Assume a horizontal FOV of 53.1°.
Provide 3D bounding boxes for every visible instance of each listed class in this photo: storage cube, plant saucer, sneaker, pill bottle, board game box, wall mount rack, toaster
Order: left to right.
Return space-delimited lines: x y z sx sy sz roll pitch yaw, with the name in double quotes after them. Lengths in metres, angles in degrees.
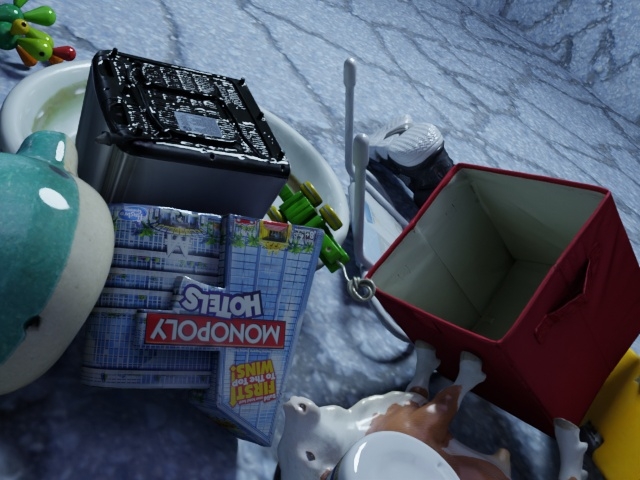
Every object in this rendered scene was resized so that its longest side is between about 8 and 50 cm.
-0.142 -0.090 0.608 0.186 0.110 0.168 5 40 -34 "toaster"
-0.164 -0.067 0.755 0.400 0.100 0.400 21 33 -14 "plant saucer"
-0.093 0.076 0.544 0.194 0.060 0.194 8 79 -36 "board game box"
0.022 0.218 0.446 0.094 0.169 0.094 21 34 -15 "pill bottle"
0.092 -0.053 0.841 0.304 0.130 0.350 42 25 -29 "wall mount rack"
0.160 -0.122 1.086 0.153 0.101 0.268 54 0 -17 "sneaker"
0.200 0.060 0.670 0.215 0.183 0.193 22 -22 51 "storage cube"

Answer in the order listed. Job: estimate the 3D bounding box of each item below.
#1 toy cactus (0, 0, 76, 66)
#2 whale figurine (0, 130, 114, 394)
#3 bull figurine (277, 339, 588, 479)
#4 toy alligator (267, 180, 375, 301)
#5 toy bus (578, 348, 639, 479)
-0.452 -0.313 0.883 0.180 0.112 0.219 -19 64 -38 "toy cactus"
-0.275 -0.004 0.489 0.272 0.216 0.141 33 -1 44 "whale figurine"
0.111 0.204 0.569 0.310 0.101 0.188 37 70 -2 "bull figurine"
0.000 0.000 0.657 0.189 0.056 0.051 52 -2 29 "toy alligator"
0.343 0.193 0.693 0.130 0.108 0.332 43 11 0 "toy bus"
